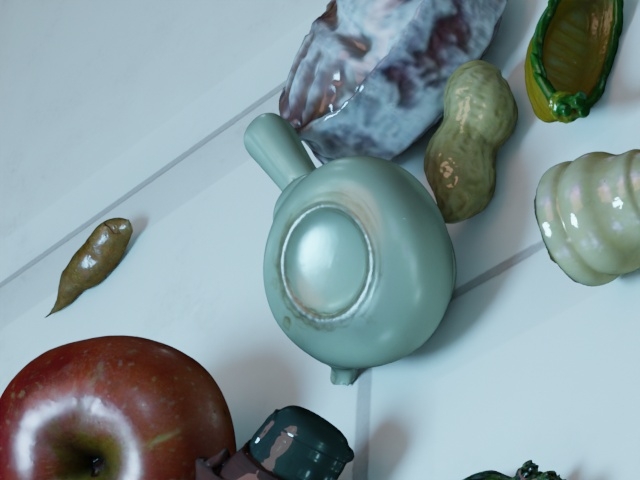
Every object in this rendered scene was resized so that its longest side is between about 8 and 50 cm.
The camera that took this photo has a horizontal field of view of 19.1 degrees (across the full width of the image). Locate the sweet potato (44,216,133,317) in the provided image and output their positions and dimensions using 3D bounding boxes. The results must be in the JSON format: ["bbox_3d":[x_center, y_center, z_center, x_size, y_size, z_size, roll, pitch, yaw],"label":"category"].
[{"bbox_3d":[-0.305,0.037,2.469,0.195,0.056,0.056,-45,31,29],"label":"sweet potato"}]

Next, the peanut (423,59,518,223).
[{"bbox_3d":[0.152,-0.100,1.924,0.082,0.082,0.187,-11,52,50],"label":"peanut"}]

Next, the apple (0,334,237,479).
[{"bbox_3d":[-0.210,0.227,1.958,0.260,0.216,0.260,-1,85,15],"label":"apple"}]

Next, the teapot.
[{"bbox_3d":[0.025,-0.023,1.887,0.220,0.149,0.318,-31,68,33],"label":"teapot"}]

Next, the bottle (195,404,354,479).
[{"bbox_3d":[-0.072,0.282,1.796,0.271,0.156,0.143,-60,-2,1],"label":"bottle"}]

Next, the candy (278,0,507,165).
[{"bbox_3d":[0.072,-0.204,2.058,0.289,0.157,0.214,-50,24,7],"label":"candy"}]

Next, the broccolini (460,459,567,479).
[{"bbox_3d":[0.139,0.231,1.633,0.202,0.068,0.091,-5,76,54],"label":"broccolini"}]

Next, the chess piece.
[{"bbox_3d":[0.364,-0.076,1.570,0.397,0.117,0.117,-25,42,39],"label":"chess piece"}]

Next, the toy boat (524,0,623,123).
[{"bbox_3d":[0.255,-0.199,1.858,0.088,0.089,0.229,-36,29,54],"label":"toy boat"}]
